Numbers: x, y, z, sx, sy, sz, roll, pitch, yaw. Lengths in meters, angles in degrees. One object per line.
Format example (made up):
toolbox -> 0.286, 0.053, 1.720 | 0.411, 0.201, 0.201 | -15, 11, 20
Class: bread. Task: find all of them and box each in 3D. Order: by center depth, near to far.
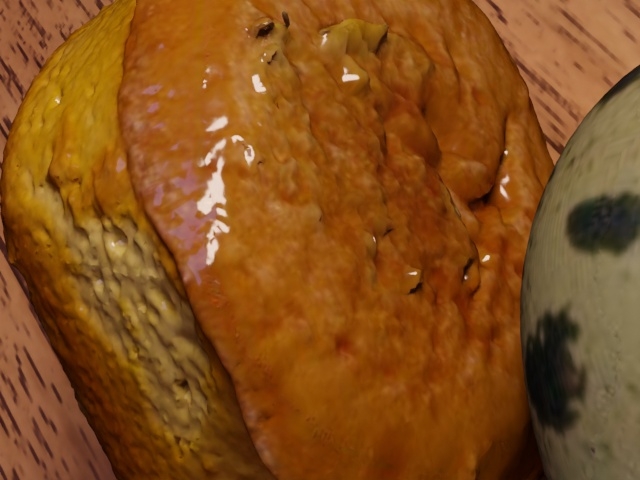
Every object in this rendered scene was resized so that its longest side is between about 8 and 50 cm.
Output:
bread -> 0.000, 0.000, 0.736 | 0.146, 0.268, 0.268 | -23, 48, 39

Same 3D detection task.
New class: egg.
egg -> 0.151, 0.036, 0.633 | 0.177, 0.177, 0.228 | 7, 78, 41
